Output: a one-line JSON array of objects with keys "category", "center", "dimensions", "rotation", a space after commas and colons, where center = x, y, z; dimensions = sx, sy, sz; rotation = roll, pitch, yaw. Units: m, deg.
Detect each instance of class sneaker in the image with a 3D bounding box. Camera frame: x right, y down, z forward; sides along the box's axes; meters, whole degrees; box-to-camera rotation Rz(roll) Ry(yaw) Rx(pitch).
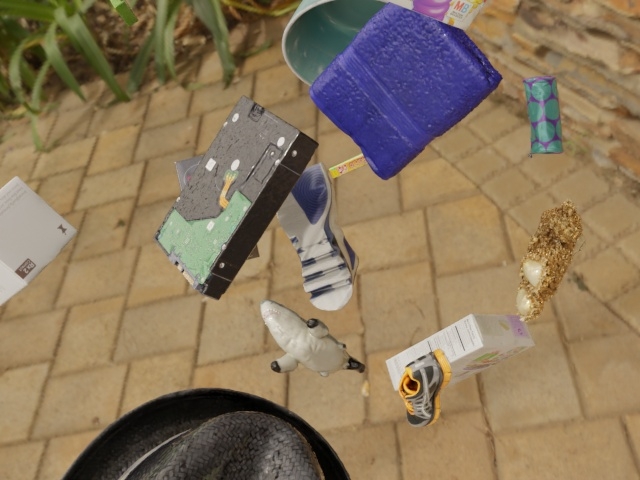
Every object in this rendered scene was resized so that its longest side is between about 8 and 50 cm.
[{"category": "sneaker", "center": [0.189, 0.292, 1.429], "dimensions": [0.083, 0.214, 0.084], "rotation": [-12, 44, -19]}, {"category": "sneaker", "center": [0.000, 0.001, 1.613], "dimensions": [0.128, 0.182, 0.315], "rotation": [-15, 83, 9]}]

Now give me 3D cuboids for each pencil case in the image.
[{"category": "pencil case", "center": [0.422, -0.236, 1.394], "dimensions": [0.065, 0.151, 0.070], "rotation": [-10, 9, -8]}]

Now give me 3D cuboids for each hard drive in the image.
[{"category": "hard drive", "center": [-0.165, -0.085, 1.369], "dimensions": [0.338, 0.064, 0.237], "rotation": [-57, 41, 5]}]

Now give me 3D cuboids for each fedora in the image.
[{"category": "fedora", "center": [-0.085, 0.260, 0.594], "dimensions": [0.334, 0.152, 0.333], "rotation": [9, 56, -13]}]

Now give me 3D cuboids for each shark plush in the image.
[{"category": "shark plush", "center": [0.002, 0.113, 0.838], "dimensions": [0.073, 0.161, 0.067], "rotation": [-60, 37, 15]}]

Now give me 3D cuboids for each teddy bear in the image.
[{"category": "teddy bear", "center": [0.524, 0.045, 1.660], "dimensions": [0.113, 0.245, 0.338], "rotation": [14, 20, 22]}]

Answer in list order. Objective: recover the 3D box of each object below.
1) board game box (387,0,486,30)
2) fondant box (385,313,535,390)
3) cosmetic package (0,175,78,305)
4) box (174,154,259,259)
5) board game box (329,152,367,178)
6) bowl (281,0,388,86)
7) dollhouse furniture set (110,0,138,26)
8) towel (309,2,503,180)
[{"category": "board game box", "center": [0.089, -0.352, 0.697], "dimensions": [0.144, 0.142, 0.275], "rotation": [14, 45, -21]}, {"category": "fondant box", "center": [0.380, 0.310, 2.016], "dimensions": [0.330, 0.238, 0.096], "rotation": [-36, 59, 39]}, {"category": "cosmetic package", "center": [-0.582, 0.009, 1.357], "dimensions": [0.184, 0.151, 0.151], "rotation": [-27, 24, 43]}, {"category": "box", "center": [-0.240, -0.067, 1.737], "dimensions": [0.144, 0.270, 0.165], "rotation": [-14, 63, -7]}, {"category": "board game box", "center": [0.135, -0.232, 1.995], "dimensions": [0.124, 0.039, 0.259], "rotation": [-21, 9, 34]}, {"category": "bowl", "center": [0.085, -0.446, 1.507], "dimensions": [0.312, 0.311, 0.163], "rotation": [-4, 63, 22]}, {"category": "dollhouse furniture set", "center": [-0.213, -0.356, 0.973], "dimensions": [0.152, 0.076, 0.058], "rotation": [-34, 58, -1]}, {"category": "towel", "center": [0.137, -0.266, 1.252], "dimensions": [0.076, 0.227, 0.308], "rotation": [-43, 2, -41]}]
